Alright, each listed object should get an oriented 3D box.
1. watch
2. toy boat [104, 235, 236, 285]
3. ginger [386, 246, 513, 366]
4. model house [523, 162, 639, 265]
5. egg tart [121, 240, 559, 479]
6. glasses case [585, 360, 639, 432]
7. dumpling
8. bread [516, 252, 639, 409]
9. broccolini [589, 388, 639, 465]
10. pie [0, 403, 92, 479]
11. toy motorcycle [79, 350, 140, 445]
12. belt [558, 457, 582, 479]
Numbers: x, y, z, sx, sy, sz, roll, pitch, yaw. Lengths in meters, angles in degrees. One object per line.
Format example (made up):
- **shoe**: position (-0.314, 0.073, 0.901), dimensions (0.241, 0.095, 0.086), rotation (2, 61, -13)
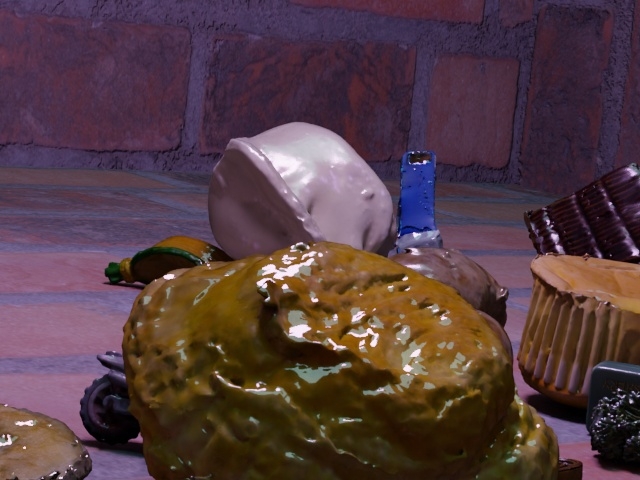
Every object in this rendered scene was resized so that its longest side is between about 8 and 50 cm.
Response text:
- **watch**: position (0.166, 0.051, 2.433), dimensions (0.068, 0.276, 0.274), rotation (-17, 27, 11)
- **toy boat**: position (-0.195, 0.047, 2.457), dimensions (0.229, 0.089, 0.088), rotation (13, 49, 40)
- **ginger**: position (0.043, 0.092, 1.921), dimensions (0.375, 0.176, 0.256), rotation (9, 24, 22)
- **model house**: position (0.445, 0.060, 2.489), dimensions (0.282, 0.297, 0.317), rotation (-6, 49, -17)
- **egg tart**: position (0.016, 0.117, 1.402), dimensions (0.351, 0.153, 0.339), rotation (42, 38, 22)
- **glasses case**: position (0.372, 0.179, 1.859), dimensions (0.184, 0.078, 0.039), rotation (9, 12, 23)
- **dumpling**: position (0.000, 0.000, 2.409), dimensions (0.233, 0.315, 0.395), rotation (-34, -18, 7)
- **bread**: position (0.361, 0.121, 2.026), dimensions (0.288, 0.156, 0.204), rotation (6, 15, -18)
- **broccolini**: position (0.462, 0.200, 1.779), dimensions (0.392, 0.074, 0.079), rotation (4, 15, -3)
- **pie**: position (-0.314, 0.175, 1.442), dimensions (0.274, 0.055, 0.274), rotation (5, 7, -1)
- **toy motorcycle**: position (-0.112, 0.138, 1.632), dimensions (0.215, 0.122, 0.080), rotation (8, -19, 10)
- **belt**: position (0.200, 0.217, 1.608), dimensions (0.059, 0.036, 0.083), rotation (4, 4, 42)
